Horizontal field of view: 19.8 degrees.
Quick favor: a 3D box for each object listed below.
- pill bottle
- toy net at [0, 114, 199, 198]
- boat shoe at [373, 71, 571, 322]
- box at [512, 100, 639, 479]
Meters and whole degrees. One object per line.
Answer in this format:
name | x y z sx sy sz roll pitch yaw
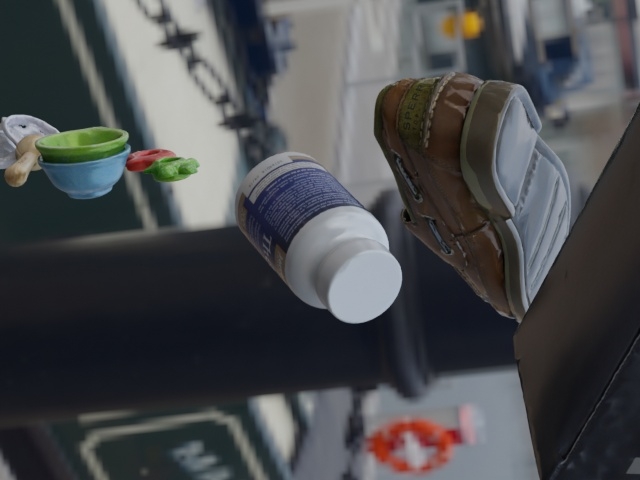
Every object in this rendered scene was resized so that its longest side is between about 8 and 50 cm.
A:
pill bottle | 0.000 0.000 1.109 0.120 0.067 0.067 47 -22 51
toy net | -0.191 -0.074 1.400 0.232 0.122 0.045 17 -62 55
boat shoe | 0.119 -0.036 1.400 0.307 0.104 0.110 66 42 -56
box | 0.176 0.026 0.671 0.093 0.158 0.156 -94 -157 -52
